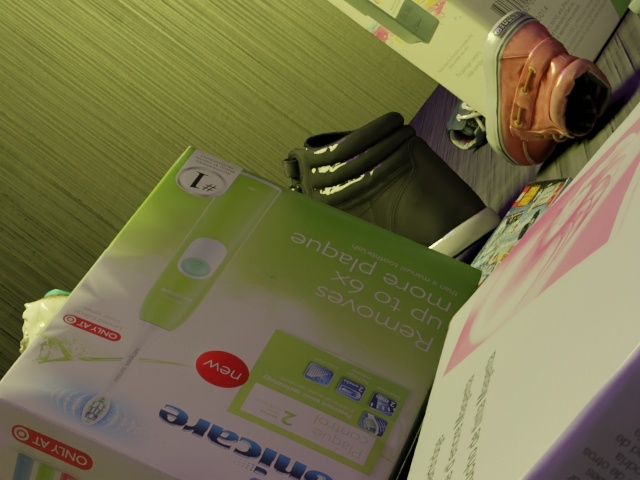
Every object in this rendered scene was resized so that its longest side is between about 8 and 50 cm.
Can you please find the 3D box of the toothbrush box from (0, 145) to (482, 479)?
[{"bbox_3d":[-0.048,0.092,1.067,0.283,0.206,0.122,-57,-11,-53],"label":"toothbrush box"}]

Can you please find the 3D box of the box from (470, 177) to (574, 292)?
[{"bbox_3d":[0.131,0.005,1.191,0.094,0.027,0.137,-55,4,-2],"label":"box"}]

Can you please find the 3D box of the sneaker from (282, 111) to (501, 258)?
[{"bbox_3d":[0.000,0.000,1.515,0.296,0.147,0.104,-35,-5,33],"label":"sneaker"}]

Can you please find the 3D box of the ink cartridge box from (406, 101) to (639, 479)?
[{"bbox_3d":[0.101,0.057,0.744,0.330,0.071,0.324,-51,4,21],"label":"ink cartridge box"}]

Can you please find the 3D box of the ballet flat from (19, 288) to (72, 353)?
[{"bbox_3d":[-0.182,0.204,1.702,0.147,0.147,0.409,-55,-28,-23],"label":"ballet flat"}]

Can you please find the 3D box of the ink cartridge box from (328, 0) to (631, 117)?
[{"bbox_3d":[0.108,-0.282,1.656,0.207,0.353,0.119,-55,4,-28],"label":"ink cartridge box"}]

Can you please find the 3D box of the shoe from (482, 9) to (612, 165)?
[{"bbox_3d":[0.172,-0.095,1.384,0.063,0.081,0.178,-42,-29,-14],"label":"shoe"}]

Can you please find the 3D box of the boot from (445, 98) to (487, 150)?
[{"bbox_3d":[0.178,-0.149,1.916,0.086,0.069,0.190,-61,-3,-11],"label":"boot"}]

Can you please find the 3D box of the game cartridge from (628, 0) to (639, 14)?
[{"bbox_3d":[0.286,-0.225,1.525,0.083,0.017,0.056,-55,7,-30],"label":"game cartridge"}]
